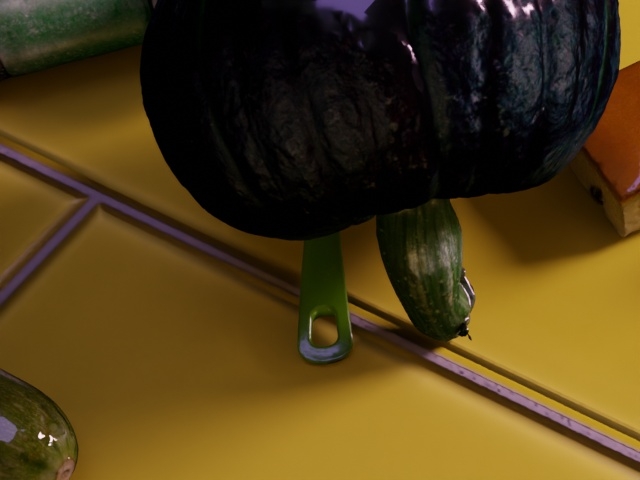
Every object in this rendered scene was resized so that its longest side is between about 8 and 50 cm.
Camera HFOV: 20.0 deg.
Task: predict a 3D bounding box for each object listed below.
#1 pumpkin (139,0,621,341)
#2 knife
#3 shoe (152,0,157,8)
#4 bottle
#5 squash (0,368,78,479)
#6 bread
[{"bbox_3d":[0.040,-0.064,0.933,0.248,0.248,0.248,-7,49,8],"label":"pumpkin"},{"bbox_3d":[-0.001,-0.002,1.016,0.078,0.022,0.166,-9,48,12],"label":"knife"},{"bbox_3d":[-0.061,-0.219,1.157,0.100,0.103,0.251,-7,54,37],"label":"shoe"},{"bbox_3d":[-0.269,-0.131,1.141,0.330,0.093,0.093,-12,49,3],"label":"bottle"},{"bbox_3d":[-0.229,0.077,0.970,0.239,0.069,0.069,21,58,27],"label":"squash"},{"bbox_3d":[0.243,-0.084,1.009,0.226,0.049,0.088,-24,49,-8],"label":"bread"}]
